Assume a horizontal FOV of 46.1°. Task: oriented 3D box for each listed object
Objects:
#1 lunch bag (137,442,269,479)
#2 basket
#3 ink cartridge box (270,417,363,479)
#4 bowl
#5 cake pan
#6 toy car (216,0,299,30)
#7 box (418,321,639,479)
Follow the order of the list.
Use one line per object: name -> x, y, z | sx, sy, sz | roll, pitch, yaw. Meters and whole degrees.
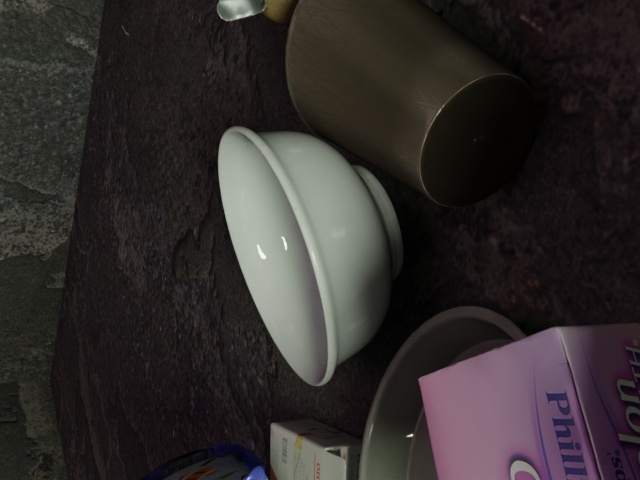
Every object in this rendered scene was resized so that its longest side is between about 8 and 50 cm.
lunch bag -> -0.120, 0.433, 0.904 | 0.385, 0.239, 0.328 | 145, 103, -78
basket -> 0.084, -0.139, 0.725 | 0.227, 0.154, 0.204 | 48, 152, 45
ink cartridge box -> 0.006, 0.297, 0.925 | 0.198, 0.067, 0.115 | -1, 88, 63
bowl -> 0.000, 0.000, 0.841 | 0.298, 0.134, 0.298 | 53, 155, 39
cake pan -> 0.127, 0.206, 0.664 | 0.293, 0.054, 0.293 | -44, 39, 49
toy car -> -0.041, -0.297, 0.917 | 0.149, 0.188, 0.155 | -25, 66, 58
box -> 0.199, 0.157, 0.395 | 0.117, 0.243, 0.213 | -38, 57, 54
